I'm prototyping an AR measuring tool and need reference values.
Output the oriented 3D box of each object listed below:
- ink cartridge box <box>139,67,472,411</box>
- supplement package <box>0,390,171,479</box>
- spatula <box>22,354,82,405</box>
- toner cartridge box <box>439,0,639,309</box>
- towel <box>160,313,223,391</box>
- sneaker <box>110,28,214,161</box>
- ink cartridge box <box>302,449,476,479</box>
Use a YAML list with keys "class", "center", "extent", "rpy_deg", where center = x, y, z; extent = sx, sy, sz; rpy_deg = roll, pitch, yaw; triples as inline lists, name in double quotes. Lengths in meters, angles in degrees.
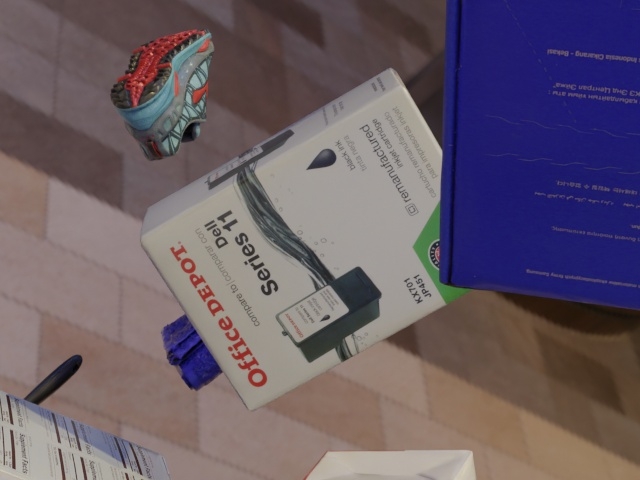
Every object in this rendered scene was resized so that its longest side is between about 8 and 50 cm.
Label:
- class: "ink cartridge box"
  center: [0.000, 0.000, 0.899]
  extent: [0.153, 0.208, 0.087]
  rpy_deg: [58, 7, -14]
- class: "supplement package"
  center: [-0.234, 0.231, 0.941]
  extent: [0.203, 0.194, 0.149]
  rpy_deg: [26, 8, -21]
- class: "spatula"
  center: [-0.432, 0.263, 1.785]
  extent: [0.030, 0.084, 0.296]
  rpy_deg: [26, 59, 24]
- class: "toner cartridge box"
  center: [0.218, -0.042, 0.442]
  extent: [0.347, 0.165, 0.075]
  rpy_deg: [7, 48, 10]
- class: "towel"
  center: [-0.076, 0.061, 1.703]
  extent: [0.076, 0.308, 0.227]
  rpy_deg: [54, -5, -14]
- class: "sneaker"
  center: [-0.202, -0.193, 1.728]
  extent: [0.262, 0.104, 0.125]
  rpy_deg: [-65, 143, -54]
- class: "ink cartridge box"
  center: [0.060, 0.255, 0.933]
  extent: [0.067, 0.115, 0.198]
  rpy_deg: [-36, 121, -66]
